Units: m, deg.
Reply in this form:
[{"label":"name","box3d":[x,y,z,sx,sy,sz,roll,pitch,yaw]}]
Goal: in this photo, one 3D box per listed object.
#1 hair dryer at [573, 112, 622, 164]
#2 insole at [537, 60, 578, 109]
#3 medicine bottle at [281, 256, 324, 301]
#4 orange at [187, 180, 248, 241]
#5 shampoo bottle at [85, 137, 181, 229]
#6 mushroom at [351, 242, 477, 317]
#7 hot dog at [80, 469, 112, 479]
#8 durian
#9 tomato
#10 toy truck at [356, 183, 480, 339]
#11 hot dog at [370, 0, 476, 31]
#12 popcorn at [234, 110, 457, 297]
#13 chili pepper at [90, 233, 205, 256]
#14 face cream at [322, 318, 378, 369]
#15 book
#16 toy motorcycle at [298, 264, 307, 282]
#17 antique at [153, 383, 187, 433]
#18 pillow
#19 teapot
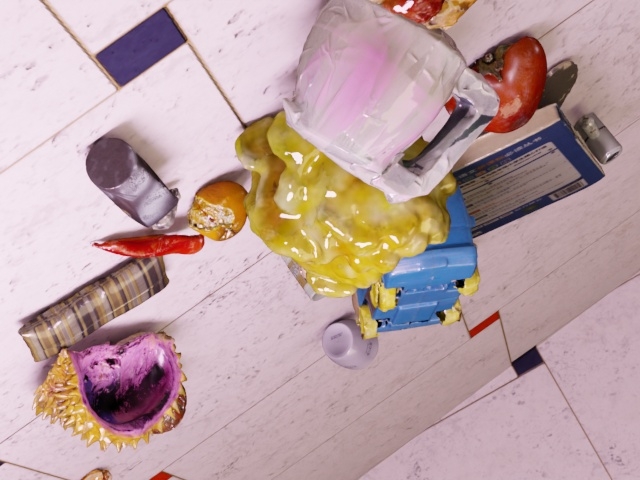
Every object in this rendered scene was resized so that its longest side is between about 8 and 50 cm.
[{"label":"hair dryer","box3d":[0.457,-0.180,2.308,0.047,0.082,0.137,-39,160,9]},{"label":"insole","box3d":[0.353,-0.212,2.156,0.081,0.011,0.248,-27,161,-15]},{"label":"medicine bottle","box3d":[-0.018,0.043,2.022,0.047,0.083,0.047,-31,161,-12]},{"label":"orange","box3d":[-0.120,-0.034,1.695,0.086,0.062,0.086,-33,164,-11]},{"label":"shampoo bottle","box3d":[-0.198,-0.056,1.515,0.063,0.057,0.207,-42,164,-3]},{"label":"mushroom","box3d":[0.169,0.079,2.422,0.247,0.096,0.108,-23,-177,-25]},{"label":"hot dog","box3d":[-0.406,0.440,2.381,0.133,0.041,0.056,-41,160,17]},{"label":"durian","box3d":[-0.296,0.209,1.882,0.186,0.153,0.260,-11,180,39]},{"label":"tomato","box3d":[0.256,-0.201,1.893,0.159,0.091,0.139,-36,163,-4]},{"label":"toy truck","box3d":[0.132,0.040,2.066,0.161,0.162,0.385,-8,165,-5]},{"label":"hot dog","box3d":[0.154,-0.356,1.201,0.365,0.196,0.367,-46,162,18]},{"label":"popcorn","box3d":[0.016,-0.053,1.639,0.235,0.241,0.250,-33,176,-35]},{"label":"chili pepper","box3d":[-0.203,0.006,1.677,0.045,0.027,0.178,1,-178,43]},{"label":"face cream","box3d":[0.053,0.185,2.482,0.091,0.091,0.095,-42,153,18]},{"label":"book","box3d":[0.279,-0.090,2.185,0.300,0.039,0.428,-25,163,14]},{"label":"toy motorcycle","box3d":[0.001,0.000,1.876,0.094,0.130,0.229,-42,161,15]},{"label":"antique","box3d":[-0.250,0.245,2.091,0.104,0.104,0.104,-31,161,-12]},{"label":"pillow","box3d":[-0.280,0.084,1.741,0.203,0.038,0.113,-32,161,-13]},{"label":"teapot","box3d":[0.060,-0.152,1.476,0.178,0.163,0.221,-59,147,2]}]
